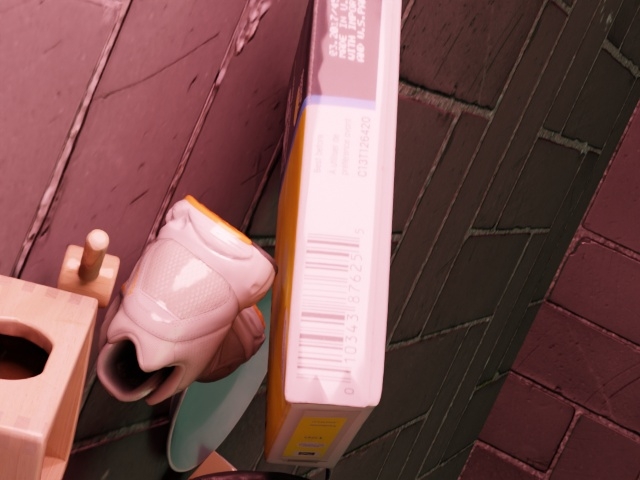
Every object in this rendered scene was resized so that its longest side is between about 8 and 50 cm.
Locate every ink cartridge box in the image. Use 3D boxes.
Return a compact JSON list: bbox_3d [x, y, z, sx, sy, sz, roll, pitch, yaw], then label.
[{"bbox_3d":[0.000,0.000,0.989,0.307,0.072,0.303,114,-21,-70],"label":"ink cartridge box"}]

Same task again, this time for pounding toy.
[{"bbox_3d":[-0.178,0.063,0.779,0.206,0.094,0.181,-81,-174,-59],"label":"pounding toy"}]

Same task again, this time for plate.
[{"bbox_3d":[-0.088,0.116,1.226,0.188,0.024,0.188,-54,161,-29],"label":"plate"}]

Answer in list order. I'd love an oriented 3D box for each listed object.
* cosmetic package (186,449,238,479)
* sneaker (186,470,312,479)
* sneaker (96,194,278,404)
[{"bbox_3d":[-0.117,0.249,1.264,0.115,0.041,0.060,-48,166,-10],"label":"cosmetic package"},{"bbox_3d":[-0.115,0.254,1.052,0.270,0.090,0.145,-9,146,-15],"label":"sneaker"},{"bbox_3d":[-0.106,0.063,0.951,0.121,0.099,0.262,-49,170,-18],"label":"sneaker"}]
